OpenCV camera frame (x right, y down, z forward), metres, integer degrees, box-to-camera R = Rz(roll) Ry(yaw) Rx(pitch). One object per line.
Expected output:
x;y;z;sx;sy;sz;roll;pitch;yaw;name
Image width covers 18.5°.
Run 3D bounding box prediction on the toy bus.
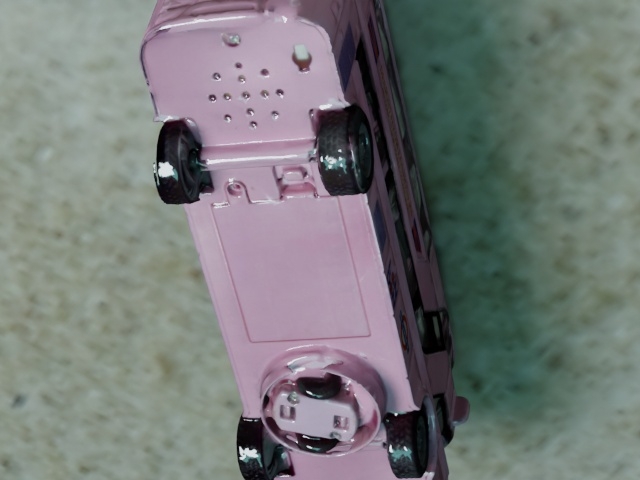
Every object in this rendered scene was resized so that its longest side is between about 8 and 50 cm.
0.000;0.000;0.590;0.063;0.090;0.203;-3;128;13;toy bus
